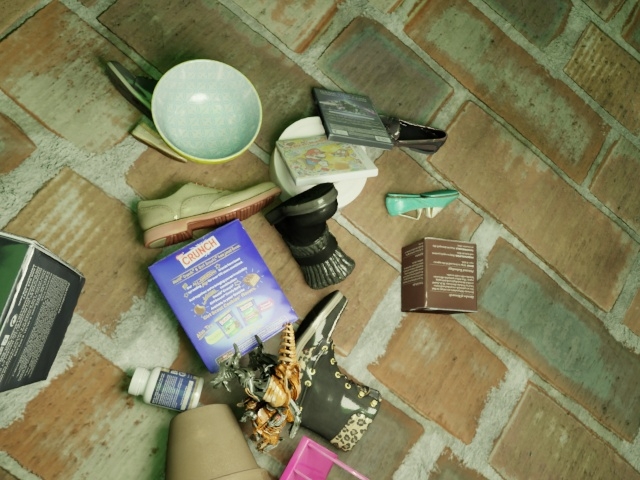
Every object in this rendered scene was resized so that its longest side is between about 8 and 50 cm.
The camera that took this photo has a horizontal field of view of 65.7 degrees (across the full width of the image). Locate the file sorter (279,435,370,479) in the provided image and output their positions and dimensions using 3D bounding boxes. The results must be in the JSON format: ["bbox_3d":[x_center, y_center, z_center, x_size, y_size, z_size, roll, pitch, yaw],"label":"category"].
[{"bbox_3d":[-0.007,0.672,1.197,0.182,0.202,0.290,18,67,35],"label":"file sorter"}]

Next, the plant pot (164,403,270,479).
[{"bbox_3d":[-0.267,0.525,1.189,0.263,0.263,0.229,-9,62,-16],"label":"plant pot"}]

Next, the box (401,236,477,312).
[{"bbox_3d":[0.345,0.110,1.459,0.167,0.168,0.203,6,78,-14],"label":"box"}]

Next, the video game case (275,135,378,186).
[{"bbox_3d":[0.013,-0.224,1.345,0.227,0.026,0.206,-10,42,-16],"label":"video game case"}]

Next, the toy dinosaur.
[{"bbox_3d":[-0.115,0.340,1.173,0.218,0.164,0.322,29,91,31],"label":"toy dinosaur"}]

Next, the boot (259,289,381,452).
[{"bbox_3d":[0.039,0.356,1.345,0.284,0.138,0.377,34,77,-5],"label":"boot"}]

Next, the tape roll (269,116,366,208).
[{"bbox_3d":[-0.005,-0.217,1.469,0.286,0.100,0.286,3,78,-14],"label":"tape roll"}]

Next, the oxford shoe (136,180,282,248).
[{"bbox_3d":[-0.301,-0.109,1.351,0.397,0.140,0.146,-19,80,-18],"label":"oxford shoe"}]

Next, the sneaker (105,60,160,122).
[{"bbox_3d":[-0.490,-0.436,1.402,0.222,0.083,0.118,45,66,-12],"label":"sneaker"}]

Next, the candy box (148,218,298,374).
[{"bbox_3d":[-0.255,0.144,1.319,0.268,0.122,0.317,-30,89,-17],"label":"candy box"}]

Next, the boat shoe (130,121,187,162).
[{"bbox_3d":[-0.440,-0.277,1.384,0.170,0.063,0.059,29,79,-7],"label":"boat shoe"}]

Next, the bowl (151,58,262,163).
[{"bbox_3d":[-0.316,-0.332,1.377,0.289,0.156,0.289,3,78,-16],"label":"bowl"}]

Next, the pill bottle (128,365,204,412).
[{"bbox_3d":[-0.389,0.373,1.252,0.169,0.094,0.094,18,75,-11],"label":"pill bottle"}]

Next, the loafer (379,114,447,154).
[{"bbox_3d":[0.255,-0.346,1.564,0.302,0.095,0.109,8,76,-13],"label":"loafer"}]

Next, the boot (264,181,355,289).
[{"bbox_3d":[0.003,-0.002,1.283,0.131,0.348,0.260,-35,99,-19],"label":"boot"}]

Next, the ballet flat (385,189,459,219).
[{"bbox_3d":[0.318,-0.110,1.553,0.247,0.083,0.087,-5,105,-16],"label":"ballet flat"}]

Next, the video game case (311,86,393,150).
[{"bbox_3d":[0.089,-0.365,1.470,0.196,0.026,0.274,5,41,-19],"label":"video game case"}]

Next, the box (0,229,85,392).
[{"bbox_3d":[-0.804,0.106,0.997,0.480,0.472,0.297,17,76,-11],"label":"box"}]
